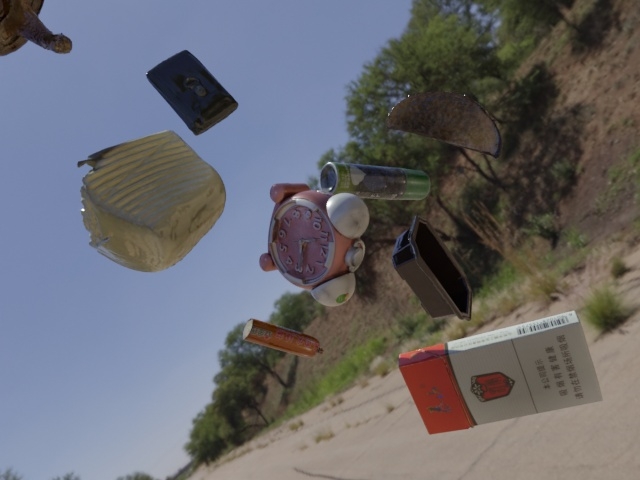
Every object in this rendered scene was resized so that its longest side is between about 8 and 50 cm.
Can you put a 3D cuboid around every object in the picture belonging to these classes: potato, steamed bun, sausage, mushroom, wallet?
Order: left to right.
[{"bbox_3d":[-0.662,-0.476,1.287,0.227,0.217,0.148,-51,-7,29],"label":"mushroom"},{"bbox_3d":[-0.374,-0.061,1.287,0.290,0.273,0.272,-45,-14,-31],"label":"steamed bun"},{"bbox_3d":[-0.379,-0.443,1.665,0.168,0.245,0.052,-42,-2,-20],"label":"wallet"},{"bbox_3d":[-0.044,0.127,0.723,0.031,0.107,0.031,-161,90,-75],"label":"sausage"},{"bbox_3d":[0.293,-0.274,1.275,0.100,0.261,0.120,-37,-36,-69],"label":"potato"}]

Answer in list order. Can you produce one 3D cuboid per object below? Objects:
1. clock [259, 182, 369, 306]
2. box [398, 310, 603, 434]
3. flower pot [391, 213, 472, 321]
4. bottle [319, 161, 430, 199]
[{"bbox_3d":[0.000,0.000,0.829,0.092,0.162,0.166,-6,-67,-47],"label":"clock"},{"bbox_3d":[0.245,0.188,0.780,0.245,0.139,0.035,-17,22,17],"label":"box"},{"bbox_3d":[0.250,0.076,1.301,0.084,0.251,0.179,-29,18,30],"label":"flower pot"},{"bbox_3d":[0.158,-0.161,1.571,0.330,0.093,0.093,0,-33,-33],"label":"bottle"}]
